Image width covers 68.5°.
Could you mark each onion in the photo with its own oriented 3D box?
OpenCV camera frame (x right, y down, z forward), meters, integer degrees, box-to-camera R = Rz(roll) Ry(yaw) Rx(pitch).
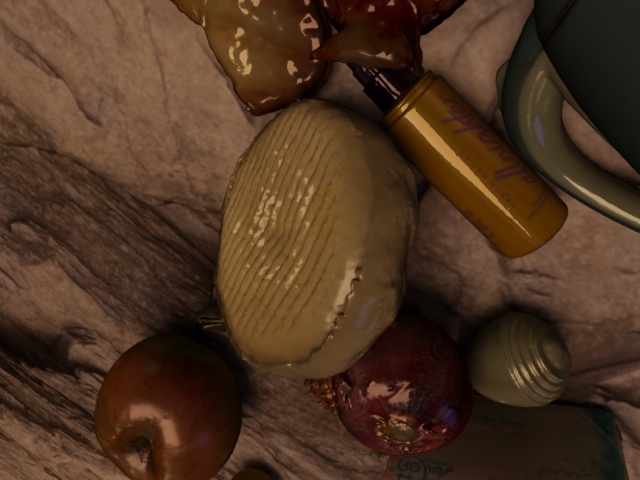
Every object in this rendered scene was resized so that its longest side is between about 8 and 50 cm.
[{"bbox_3d":[0.096,0.144,0.549,0.159,0.195,0.159,7,125,11],"label":"onion"}]

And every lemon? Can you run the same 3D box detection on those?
[{"bbox_3d":[-0.139,0.514,0.938,0.109,0.109,0.133,10,132,18],"label":"lemon"}]

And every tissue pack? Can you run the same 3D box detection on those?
[{"bbox_3d":[0.227,0.296,0.587,0.271,0.201,0.124,0,115,22],"label":"tissue pack"}]

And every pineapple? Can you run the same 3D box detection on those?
[{"bbox_3d":[-0.038,0.143,0.667,0.277,0.119,0.130,33,171,3],"label":"pineapple"}]

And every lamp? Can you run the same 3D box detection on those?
[{"bbox_3d":[0.206,0.153,0.575,0.106,0.106,0.193,49,136,-10],"label":"lamp"}]

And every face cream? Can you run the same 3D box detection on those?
[{"bbox_3d":[0.120,-0.101,0.462,0.273,0.078,0.078,44,127,-6],"label":"face cream"}]

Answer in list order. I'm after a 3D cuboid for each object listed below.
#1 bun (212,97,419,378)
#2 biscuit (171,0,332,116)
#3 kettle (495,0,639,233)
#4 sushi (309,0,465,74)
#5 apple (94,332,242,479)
[{"bbox_3d":[0.000,0.000,0.496,0.287,0.146,0.287,-9,79,52],"label":"bun"},{"bbox_3d":[-0.101,-0.270,0.475,0.154,0.045,0.299,-30,104,36],"label":"biscuit"},{"bbox_3d":[0.288,-0.098,0.316,0.342,0.247,0.319,35,153,9],"label":"kettle"},{"bbox_3d":[0.015,-0.287,0.331,0.196,0.182,0.343,-19,108,39],"label":"sushi"},{"bbox_3d":[-0.250,0.288,0.794,0.261,0.194,0.261,10,121,16],"label":"apple"}]
